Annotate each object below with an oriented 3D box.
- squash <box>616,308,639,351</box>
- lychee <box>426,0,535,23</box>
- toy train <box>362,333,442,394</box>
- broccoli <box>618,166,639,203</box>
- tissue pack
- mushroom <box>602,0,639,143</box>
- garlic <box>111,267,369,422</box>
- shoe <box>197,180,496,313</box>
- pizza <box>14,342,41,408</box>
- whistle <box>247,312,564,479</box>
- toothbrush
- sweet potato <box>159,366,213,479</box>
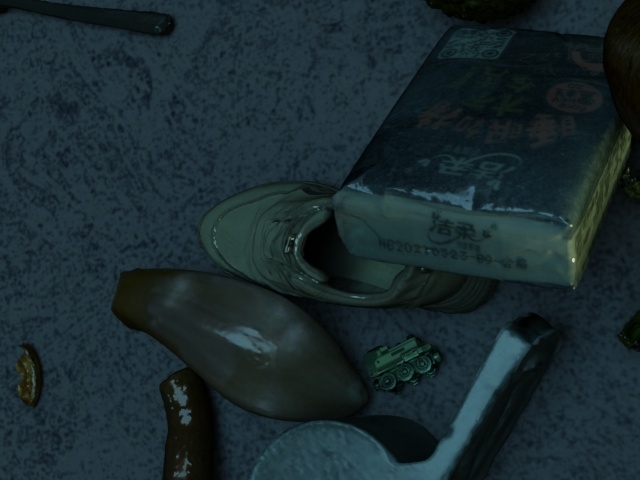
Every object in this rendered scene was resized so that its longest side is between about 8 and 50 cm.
[{"bbox_3d":[0.423,0.008,1.205,0.318,0.080,0.071,-32,89,10],"label":"squash"},{"bbox_3d":[0.159,-0.304,1.318,0.171,0.171,0.171,-3,84,23],"label":"lychee"},{"bbox_3d":[0.091,0.133,1.363,0.083,0.033,0.053,-29,63,16],"label":"toy train"},{"bbox_3d":[0.353,-0.075,1.242,0.097,0.092,0.095,19,79,42],"label":"broccoli"},{"bbox_3d":[0.177,-0.096,1.215,0.228,0.315,0.103,9,132,24],"label":"tissue pack"},{"bbox_3d":[0.432,-0.137,1.103,0.345,0.239,0.345,-17,42,16],"label":"mushroom"},{"bbox_3d":[-0.100,0.112,1.392,0.318,0.143,0.112,26,54,23],"label":"garlic"},{"bbox_3d":[0.000,0.000,1.321,0.342,0.210,0.132,9,89,24],"label":"shoe"},{"bbox_3d":[-0.366,0.169,1.571,0.037,0.016,0.083,-8,85,21],"label":"pizza"},{"bbox_3d":[0.096,0.242,1.278,0.405,0.168,0.188,-31,73,18],"label":"whistle"},{"bbox_3d":[-0.315,-0.289,1.588,0.297,0.030,0.030,11,80,23],"label":"toothbrush"},{"bbox_3d":[-0.128,0.333,1.407,0.109,0.109,0.385,-27,69,19],"label":"sweet potato"}]
